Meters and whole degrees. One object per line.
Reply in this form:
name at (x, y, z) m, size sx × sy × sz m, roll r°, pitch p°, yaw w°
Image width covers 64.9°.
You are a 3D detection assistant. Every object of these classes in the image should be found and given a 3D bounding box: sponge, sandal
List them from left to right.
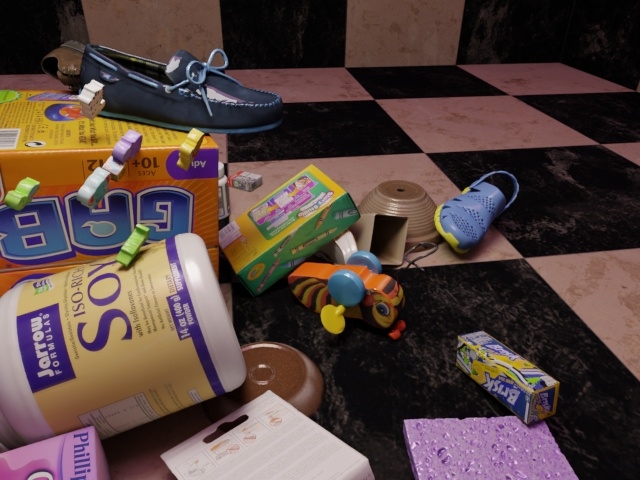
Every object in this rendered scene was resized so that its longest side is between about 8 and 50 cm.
sandal at (0.379, -0.083, 1.203) m, size 0.126 × 0.138 × 0.317 m, roll 48°, pitch 44°, yaw -1°
sponge at (0.228, 0.298, 0.692) m, size 0.210 × 0.031 × 0.117 m, roll -1°, pitch 31°, yaw -3°

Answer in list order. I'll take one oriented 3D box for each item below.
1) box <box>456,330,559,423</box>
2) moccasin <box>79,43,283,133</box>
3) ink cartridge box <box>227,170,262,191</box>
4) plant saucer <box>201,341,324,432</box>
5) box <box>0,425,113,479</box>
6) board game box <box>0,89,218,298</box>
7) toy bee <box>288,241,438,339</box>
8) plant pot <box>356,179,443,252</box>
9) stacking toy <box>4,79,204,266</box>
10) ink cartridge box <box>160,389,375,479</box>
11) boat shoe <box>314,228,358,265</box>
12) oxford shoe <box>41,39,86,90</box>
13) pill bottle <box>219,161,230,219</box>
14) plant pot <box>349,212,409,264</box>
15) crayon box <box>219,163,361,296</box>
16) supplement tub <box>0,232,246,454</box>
box at (0.286, 0.207, 0.787) m, size 0.054 × 0.059 × 0.169 m, roll -9°, pitch 21°, yaw -20°
moccasin at (-0.230, -0.249, 0.816) m, size 0.342 × 0.117 × 0.138 m, roll 6°, pitch 28°, yaw -2°
ink cartridge box at (-0.234, -0.179, 1.475) m, size 0.115 × 0.029 × 0.063 m, roll 17°, pitch 35°, yaw 24°
plant saucer at (-0.092, 0.224, 0.805) m, size 0.198 × 0.036 × 0.199 m, roll 1°, pitch 32°, yaw -1°
box at (-0.342, 0.345, 0.516) m, size 0.243 × 0.117 × 0.213 m, roll -11°, pitch 33°, yaw -20°
board game box at (-0.400, -0.055, 0.921) m, size 0.356 × 0.356 × 0.356 m, roll -7°, pitch 31°, yaw -23°
toy bee at (0.080, 0.111, 0.918) m, size 0.195 × 0.162 × 0.298 m, roll -30°, pitch 17°, yaw -29°
plant pot at (0.195, -0.077, 1.243) m, size 0.237 × 0.110 × 0.237 m, roll 1°, pitch 32°, yaw -1°
stacking toy at (-0.278, -0.096, 0.670) m, size 0.167 × 0.052 × 0.221 m, roll 26°, pitch 61°, yaw -7°
ink cartridge box at (-0.073, 0.288, 0.624) m, size 0.181 × 0.056 × 0.224 m, roll -23°, pitch 18°, yaw -33°
boat shoe at (0.000, 0.000, 1.130) m, size 0.096 × 0.098 × 0.277 m, roll -15°, pitch 28°, yaw -18°
oxford shoe at (-0.426, -0.304, 0.936) m, size 0.227 × 0.083 × 0.096 m, roll 18°, pitch 47°, yaw 24°
pill bottle at (-0.274, -0.127, 1.284) m, size 0.078 × 0.137 × 0.078 m, roll 1°, pitch 31°, yaw 0°
plant pot at (0.118, -0.009, 1.118) m, size 0.109 × 0.109 × 0.096 m, roll 3°, pitch 8°, yaw -38°
crayon box at (-0.074, -0.029, 1.068) m, size 0.278 × 0.081 × 0.165 m, roll -36°, pitch 40°, yaw -6°
supplement tub at (-0.292, 0.146, 0.705) m, size 0.331 × 0.241 × 0.241 m, roll -19°, pitch 35°, yaw -12°
